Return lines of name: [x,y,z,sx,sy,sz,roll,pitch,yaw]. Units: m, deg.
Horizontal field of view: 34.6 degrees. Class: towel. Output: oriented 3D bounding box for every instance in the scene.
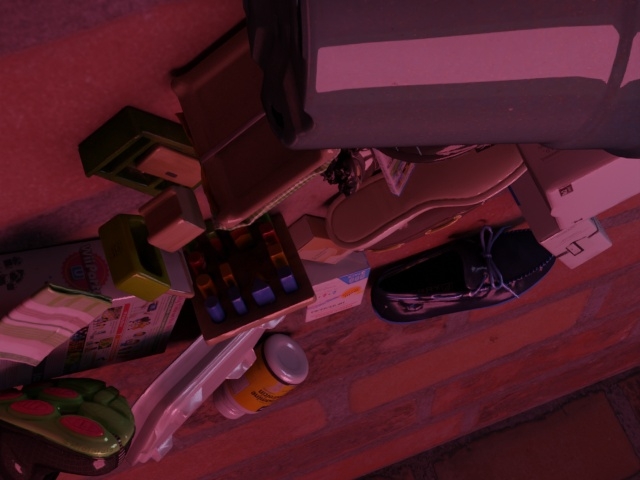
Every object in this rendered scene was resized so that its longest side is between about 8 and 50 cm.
towel: [-0.342,0.106,1.260,0.152,0.023,0.113,-35,152,23]

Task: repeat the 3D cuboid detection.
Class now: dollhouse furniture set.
dollhouse furniture set: [-0.089,-0.082,1.108,0.301,0.198,0.151,-33,153,23]

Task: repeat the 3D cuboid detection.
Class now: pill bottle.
pill bottle: [-0.116,0.258,1.906,0.103,0.103,0.184,6,143,-48]

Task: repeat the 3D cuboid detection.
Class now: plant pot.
plant pot: [0.116,-0.219,0.884,0.334,0.341,0.341,-9,153,-13]

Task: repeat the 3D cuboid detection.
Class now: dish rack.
dish rack: [-0.178,0.206,1.586,0.333,0.072,0.285,-44,174,-37]

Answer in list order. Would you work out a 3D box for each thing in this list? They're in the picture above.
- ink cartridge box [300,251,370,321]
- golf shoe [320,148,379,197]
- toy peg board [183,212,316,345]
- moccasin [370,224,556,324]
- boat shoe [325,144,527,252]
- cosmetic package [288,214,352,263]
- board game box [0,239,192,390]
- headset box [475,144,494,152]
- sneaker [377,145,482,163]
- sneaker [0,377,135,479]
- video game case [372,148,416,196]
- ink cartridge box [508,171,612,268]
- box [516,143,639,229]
ink cartridge box: [0.016,0.074,1.691,0.104,0.062,0.181,-17,156,-13]
golf shoe: [0.054,-0.143,1.285,0.094,0.077,0.198,-37,162,-27]
toy peg board: [-0.111,0.033,1.395,0.161,0.161,0.079,-23,141,-1]
moccasin: [0.255,0.062,1.790,0.342,0.138,0.117,-24,152,-1]
boat shoe: [0.165,-0.073,1.462,0.324,0.117,0.096,-27,161,20]
cosmetic package: [0.000,0.000,1.548,0.060,0.041,0.115,-37,152,30]
board game box: [-0.346,0.099,1.383,0.303,0.097,0.224,-9,154,-25]
headset box: [0.287,-0.248,1.203,0.293,0.110,0.218,-25,157,4]
sneaker: [0.063,-0.155,1.118,0.267,0.101,0.106,7,141,12]
sneaker: [-0.433,0.311,1.463,0.482,0.202,0.185,-12,-179,37]
video game case: [0.110,-0.136,1.301,0.119,0.015,0.166,-62,161,-10]
ink cartridge box: [0.377,-0.053,1.641,0.086,0.148,0.203,-33,155,17]
box: [0.335,-0.120,1.233,0.182,0.119,0.181,-27,160,11]
